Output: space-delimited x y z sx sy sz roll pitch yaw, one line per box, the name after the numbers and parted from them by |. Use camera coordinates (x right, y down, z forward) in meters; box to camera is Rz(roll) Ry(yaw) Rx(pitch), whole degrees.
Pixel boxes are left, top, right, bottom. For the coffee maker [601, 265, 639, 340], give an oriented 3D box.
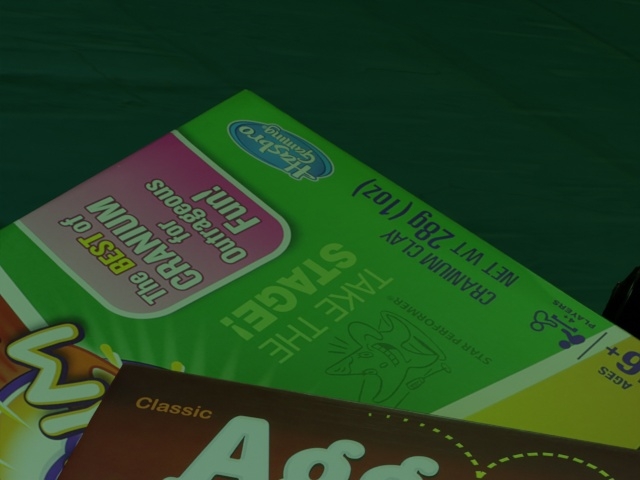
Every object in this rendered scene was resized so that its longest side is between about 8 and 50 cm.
0.228 0.089 0.965 0.178 0.120 0.171 32 46 34 | coffee maker

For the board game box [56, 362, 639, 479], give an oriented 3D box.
0.060 0.104 0.456 0.281 0.027 0.145 8 36 13 | board game box

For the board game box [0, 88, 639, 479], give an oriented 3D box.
-0.036 0.093 0.561 0.242 0.064 0.316 33 42 22 | board game box
